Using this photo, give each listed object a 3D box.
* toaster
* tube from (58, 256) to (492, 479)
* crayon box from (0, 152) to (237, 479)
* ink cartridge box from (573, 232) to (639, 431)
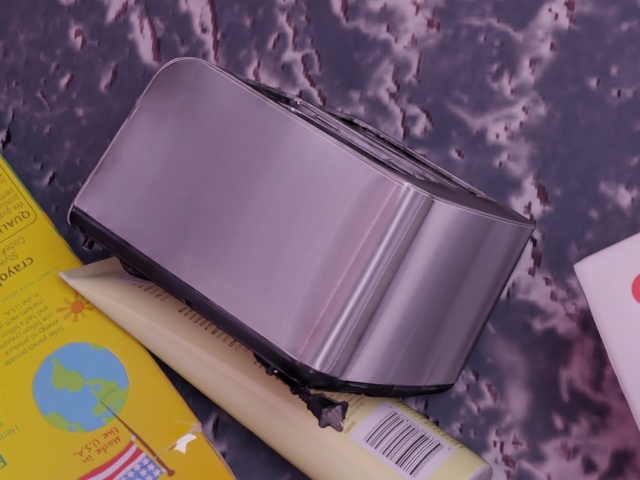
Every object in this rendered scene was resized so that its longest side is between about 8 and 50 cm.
[{"bbox_3d":[0.000,0.000,0.778,0.186,0.168,0.110,33,101,26],"label":"toaster"},{"bbox_3d":[-0.022,0.073,0.839,0.240,0.070,0.062,35,76,21],"label":"tube"},{"bbox_3d":[-0.202,0.089,0.874,0.202,0.081,0.318,-32,67,-15],"label":"crayon box"},{"bbox_3d":[0.241,0.083,0.645,0.171,0.168,0.232,-25,75,24],"label":"ink cartridge box"}]
